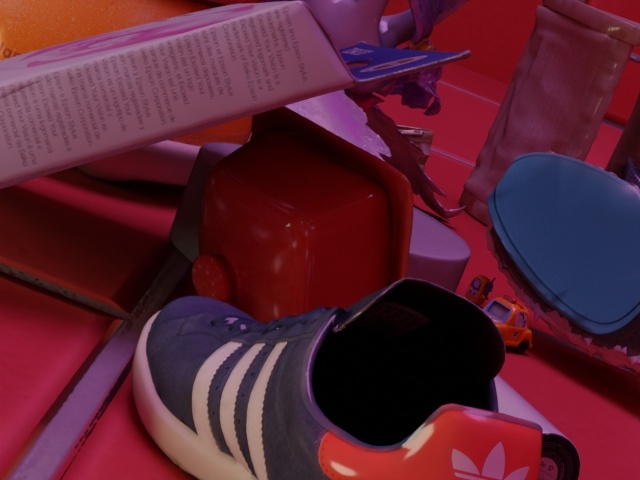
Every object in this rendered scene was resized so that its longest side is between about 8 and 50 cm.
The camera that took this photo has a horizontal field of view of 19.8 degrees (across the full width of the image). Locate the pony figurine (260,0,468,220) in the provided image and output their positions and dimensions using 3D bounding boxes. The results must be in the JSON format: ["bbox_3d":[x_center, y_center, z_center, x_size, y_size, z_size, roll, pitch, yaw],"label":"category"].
[{"bbox_3d":[0.021,-0.191,1.769,0.351,0.363,0.303,41,10,15],"label":"pony figurine"}]

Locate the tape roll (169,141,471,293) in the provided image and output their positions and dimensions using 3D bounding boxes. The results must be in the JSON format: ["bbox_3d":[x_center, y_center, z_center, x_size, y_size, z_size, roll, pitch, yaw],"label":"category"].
[{"bbox_3d":[0.000,0.000,1.385,0.219,0.072,0.219,20,12,-4],"label":"tape roll"}]

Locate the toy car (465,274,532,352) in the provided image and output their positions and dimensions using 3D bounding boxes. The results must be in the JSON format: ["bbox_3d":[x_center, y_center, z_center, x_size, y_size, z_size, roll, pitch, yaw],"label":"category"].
[{"bbox_3d":[0.130,0.050,1.467,0.060,0.041,0.122,16,14,-26],"label":"toy car"}]

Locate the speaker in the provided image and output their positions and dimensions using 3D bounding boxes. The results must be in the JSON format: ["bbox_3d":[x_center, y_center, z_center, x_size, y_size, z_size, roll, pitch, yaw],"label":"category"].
[{"bbox_3d":[0.102,0.112,1.109,0.055,0.055,0.136,16,14,-27],"label":"speaker"}]

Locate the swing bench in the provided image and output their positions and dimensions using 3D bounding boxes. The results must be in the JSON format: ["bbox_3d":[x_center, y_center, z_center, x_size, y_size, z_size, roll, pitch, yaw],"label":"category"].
[{"bbox_3d":[0.315,-0.102,1.945,0.254,0.253,0.165,19,12,-12],"label":"swing bench"}]

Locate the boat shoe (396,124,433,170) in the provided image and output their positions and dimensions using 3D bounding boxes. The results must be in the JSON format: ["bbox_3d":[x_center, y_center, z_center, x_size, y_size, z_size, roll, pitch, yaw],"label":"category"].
[{"bbox_3d":[0.034,-0.126,1.997,0.190,0.072,0.068,16,13,-23],"label":"boat shoe"}]

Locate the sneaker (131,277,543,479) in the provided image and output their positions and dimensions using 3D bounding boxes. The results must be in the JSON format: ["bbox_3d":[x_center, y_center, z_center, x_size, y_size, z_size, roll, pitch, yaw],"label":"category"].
[{"bbox_3d":[0.011,0.073,0.898,0.131,0.148,0.350,15,13,-28],"label":"sneaker"}]

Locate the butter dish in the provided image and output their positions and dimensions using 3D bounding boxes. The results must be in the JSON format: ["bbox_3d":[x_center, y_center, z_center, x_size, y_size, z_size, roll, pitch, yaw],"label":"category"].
[{"bbox_3d":[-0.030,0.011,1.181,0.118,0.160,0.160,-19,36,-36],"label":"butter dish"}]

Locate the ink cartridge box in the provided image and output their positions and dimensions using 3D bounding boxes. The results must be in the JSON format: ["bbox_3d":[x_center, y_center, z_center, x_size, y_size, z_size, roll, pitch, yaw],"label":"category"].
[{"bbox_3d":[-0.101,-0.110,1.201,0.330,0.071,0.324,-17,10,-8],"label":"ink cartridge box"}]

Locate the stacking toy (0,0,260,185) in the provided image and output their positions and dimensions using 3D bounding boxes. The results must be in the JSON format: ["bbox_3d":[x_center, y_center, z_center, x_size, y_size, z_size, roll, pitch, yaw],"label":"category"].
[{"bbox_3d":[-0.142,-0.310,1.517,0.350,0.480,0.350,21,12,-5],"label":"stacking toy"}]

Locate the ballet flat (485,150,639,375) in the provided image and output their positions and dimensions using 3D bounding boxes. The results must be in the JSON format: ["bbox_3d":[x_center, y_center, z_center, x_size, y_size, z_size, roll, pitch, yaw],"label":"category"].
[{"bbox_3d":[0.282,0.078,1.441,0.147,0.147,0.409,9,23,-46],"label":"ballet flat"}]
